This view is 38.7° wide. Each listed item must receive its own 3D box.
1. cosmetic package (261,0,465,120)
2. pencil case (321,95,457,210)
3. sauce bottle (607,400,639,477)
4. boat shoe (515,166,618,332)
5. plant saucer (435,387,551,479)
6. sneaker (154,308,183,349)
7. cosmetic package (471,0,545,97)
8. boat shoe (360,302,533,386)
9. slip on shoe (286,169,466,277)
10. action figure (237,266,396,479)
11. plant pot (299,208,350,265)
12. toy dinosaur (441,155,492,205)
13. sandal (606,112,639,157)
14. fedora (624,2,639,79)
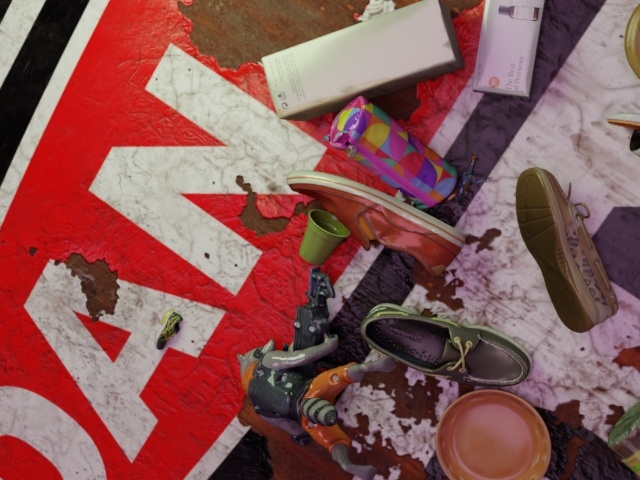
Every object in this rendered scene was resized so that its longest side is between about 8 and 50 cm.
[{"bbox_3d":[0.076,-0.300,1.540,0.309,0.160,0.113,-15,92,17],"label":"cosmetic package"},{"bbox_3d":[0.119,-0.140,1.520,0.236,0.104,0.104,31,105,-25],"label":"pencil case"},{"bbox_3d":[0.628,0.411,1.478,0.344,0.111,0.111,42,104,10],"label":"sauce bottle"},{"bbox_3d":[0.409,0.008,1.518,0.089,0.104,0.285,-21,95,-21],"label":"boat shoe"},{"bbox_3d":[0.303,0.355,1.601,0.200,0.037,0.200,2,96,16],"label":"plant saucer"},{"bbox_3d":[-0.291,0.175,1.750,0.035,0.031,0.083,24,101,12],"label":"sneaker"},{"bbox_3d":[0.319,-0.362,1.518,0.098,0.060,0.239,9,97,15],"label":"cosmetic package"},{"bbox_3d":[0.215,0.190,1.581,0.305,0.091,0.109,16,99,13],"label":"boat shoe"},{"bbox_3d":[0.085,-0.036,1.581,0.331,0.123,0.101,26,91,7],"label":"slip on shoe"},{"bbox_3d":[-0.026,0.226,1.580,0.330,0.178,0.341,8,101,47],"label":"action figure"},{"bbox_3d":[0.000,0.000,1.635,0.083,0.083,0.079,32,114,10],"label":"plant pot"},{"bbox_3d":[0.247,-0.106,1.574,0.090,0.047,0.082,-1,76,26],"label":"toy dinosaur"},{"bbox_3d":[0.579,-0.139,1.446,0.265,0.102,0.076,19,97,11],"label":"sandal"},{"bbox_3d":[0.582,-0.321,1.440,0.194,0.079,0.194,3,99,21],"label":"fedora"}]
